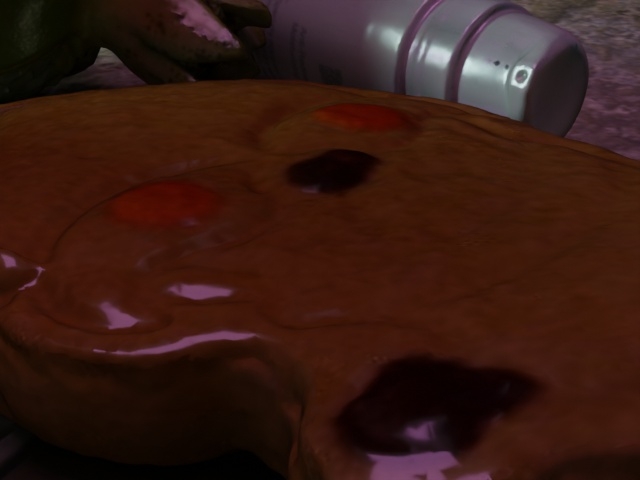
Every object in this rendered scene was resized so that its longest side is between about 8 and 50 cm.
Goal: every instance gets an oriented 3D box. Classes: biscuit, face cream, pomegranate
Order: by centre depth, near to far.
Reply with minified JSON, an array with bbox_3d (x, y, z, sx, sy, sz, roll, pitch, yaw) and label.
[{"bbox_3d":[0.000,-0.001,0.600,0.455,0.078,0.350,16,23,32],"label":"biscuit"},{"bbox_3d":[-0.176,-0.168,0.819,0.302,0.236,0.236,17,28,6],"label":"pomegranate"},{"bbox_3d":[0.019,-0.132,0.860,0.102,0.102,0.346,-22,34,-39],"label":"face cream"}]

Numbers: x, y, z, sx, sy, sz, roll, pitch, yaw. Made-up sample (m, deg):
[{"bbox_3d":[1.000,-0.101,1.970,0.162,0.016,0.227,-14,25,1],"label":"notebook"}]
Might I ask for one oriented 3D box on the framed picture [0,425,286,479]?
[{"bbox_3d":[0.010,0.124,0.416,0.324,0.020,0.240,11,28,22],"label":"framed picture"}]
